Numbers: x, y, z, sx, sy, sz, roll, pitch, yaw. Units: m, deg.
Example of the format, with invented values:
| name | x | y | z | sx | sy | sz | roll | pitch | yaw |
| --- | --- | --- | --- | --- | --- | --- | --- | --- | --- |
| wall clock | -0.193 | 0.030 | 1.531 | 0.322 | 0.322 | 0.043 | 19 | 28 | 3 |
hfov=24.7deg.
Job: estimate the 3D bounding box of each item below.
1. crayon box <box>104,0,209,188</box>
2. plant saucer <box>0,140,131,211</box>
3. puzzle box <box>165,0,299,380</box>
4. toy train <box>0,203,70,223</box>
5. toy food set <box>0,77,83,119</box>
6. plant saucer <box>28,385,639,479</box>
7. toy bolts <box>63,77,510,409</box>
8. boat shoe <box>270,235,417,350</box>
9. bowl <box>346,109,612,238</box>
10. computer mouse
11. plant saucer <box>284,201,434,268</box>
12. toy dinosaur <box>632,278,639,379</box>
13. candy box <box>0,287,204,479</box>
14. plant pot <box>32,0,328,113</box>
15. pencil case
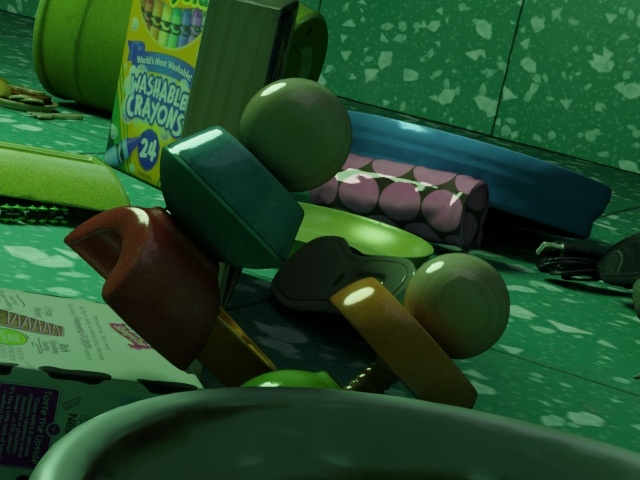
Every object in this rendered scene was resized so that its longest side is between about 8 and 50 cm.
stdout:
| name | x | y | z | sx | sy | sz | roll | pitch | yaw |
| --- | --- | --- | --- | --- | --- | --- | --- | --- | --- |
| crayon box | -0.153 | -0.223 | 1.768 | 0.083 | 0.323 | 0.203 | 3 | 13 | -40 |
| plant saucer | -0.293 | -0.071 | 1.516 | 0.188 | 0.045 | 0.188 | 9 | 5 | -15 |
| puzzle box | -0.075 | -0.068 | 1.188 | 0.052 | 0.272 | 0.409 | 12 | 11 | -1 |
| toy train | -0.281 | -0.026 | 1.422 | 0.024 | 0.017 | 0.083 | 7 | 4 | 44 |
| toy food set | -0.456 | -0.222 | 2.195 | 0.192 | 0.038 | 0.132 | 17 | 12 | 26 |
| plant saucer | 0.076 | 0.169 | 0.573 | 0.400 | 0.100 | 0.400 | 12 | 11 | -2 |
| toy bolts | -0.020 | 0.009 | 0.823 | 0.228 | 0.158 | 0.218 | 47 | -2 | -39 |
| boat shoe | 0.027 | 0.052 | 1.266 | 0.079 | 0.084 | 0.233 | 49 | -15 | -25 |
| bowl | 0.190 | -0.084 | 1.949 | 0.391 | 0.077 | 0.391 | 16 | 1 | 0 |
| computer mouse | 0.375 | 0.021 | 1.625 | 0.188 | 0.072 | 0.272 | 12 | -3 | -16 |
| plant saucer | 0.000 | 0.000 | 1.554 | 0.241 | 0.037 | 0.241 | 12 | 10 | -2 |
| toy dinosaur | 0.368 | 0.066 | 1.410 | 0.160 | 0.121 | 0.313 | 24 | 13 | -8 |
| candy box | -0.197 | 0.076 | 0.826 | 0.233 | 0.071 | 0.159 | 9 | 11 | -17 |
| plant pot | -0.193 | -0.312 | 2.270 | 0.353 | 0.366 | 0.366 | 29 | 15 | 17 |
| pencil case | 0.095 | -0.044 | 1.753 | 0.209 | 0.095 | 0.098 | 16 | -18 | 23 |
